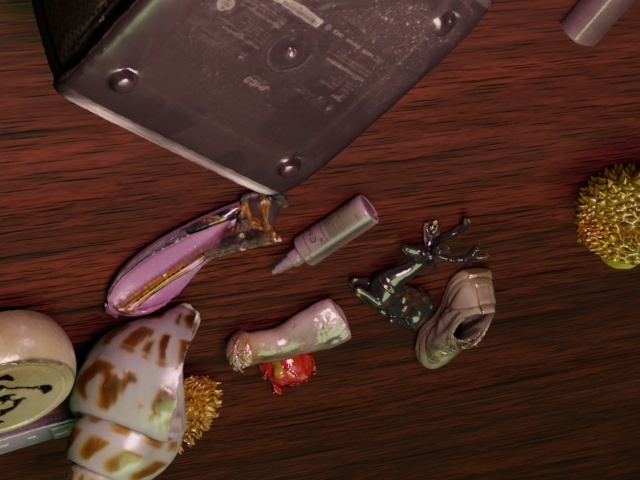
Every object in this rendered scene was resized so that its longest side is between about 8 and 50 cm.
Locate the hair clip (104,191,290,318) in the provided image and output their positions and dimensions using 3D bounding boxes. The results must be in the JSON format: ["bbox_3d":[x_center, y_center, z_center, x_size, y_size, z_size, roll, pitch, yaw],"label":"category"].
[{"bbox_3d":[-0.207,0.028,1.926,0.359,0.095,0.110,-27,179,22],"label":"hair clip"}]

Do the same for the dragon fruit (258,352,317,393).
[{"bbox_3d":[-0.054,0.238,2.257,0.112,0.068,0.126,4,138,-31],"label":"dragon fruit"}]

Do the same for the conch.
[{"bbox_3d":[-0.312,0.279,2.013,0.197,0.367,0.249,6,177,-16],"label":"conch"}]

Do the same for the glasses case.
[{"bbox_3d":[0.430,-0.361,1.761,0.072,0.042,0.190,3,138,-41],"label":"glasses case"}]

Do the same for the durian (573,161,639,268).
[{"bbox_3d":[0.546,-0.044,2.088,0.237,0.200,0.176,2,112,-46],"label":"durian"}]

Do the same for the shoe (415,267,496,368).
[{"bbox_3d":[0.258,0.166,2.297,0.103,0.098,0.274,-2,141,-18],"label":"shoe"}]

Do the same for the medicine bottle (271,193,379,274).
[{"bbox_3d":[0.000,0.000,1.989,0.199,0.057,0.058,-33,142,17],"label":"medicine bottle"}]

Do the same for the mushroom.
[{"bbox_3d":[-0.059,0.172,2.162,0.223,0.081,0.092,-17,162,-2],"label":"mushroom"}]

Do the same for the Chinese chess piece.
[{"bbox_3d":[-0.513,0.213,1.941,0.250,0.101,0.250,-20,151,-12],"label":"Chinese chess piece"}]

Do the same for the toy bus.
[{"bbox_3d":[-0.491,0.311,2.125,0.191,0.075,0.064,-15,143,-7],"label":"toy bus"}]

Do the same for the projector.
[{"bbox_3d":[-0.064,-0.291,1.434,0.405,0.242,0.395,-41,138,23],"label":"projector"}]

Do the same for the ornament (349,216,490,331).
[{"bbox_3d":[0.198,0.057,2.140,0.236,0.080,0.202,-38,137,21],"label":"ornament"}]

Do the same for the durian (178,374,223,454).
[{"bbox_3d":[-0.283,0.334,2.218,0.250,0.138,0.183,-23,136,-8],"label":"durian"}]
